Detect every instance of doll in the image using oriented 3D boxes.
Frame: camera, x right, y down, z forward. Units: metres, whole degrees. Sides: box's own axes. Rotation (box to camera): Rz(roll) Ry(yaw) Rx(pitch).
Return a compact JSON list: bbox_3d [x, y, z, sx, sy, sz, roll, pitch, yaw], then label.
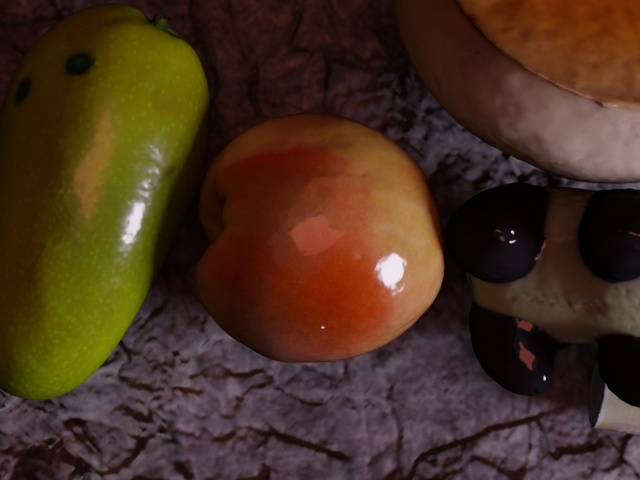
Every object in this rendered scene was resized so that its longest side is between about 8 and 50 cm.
[{"bbox_3d":[0.199,0.024,0.831,0.234,0.135,0.143,5,120,36],"label":"doll"}]

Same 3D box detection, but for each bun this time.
[{"bbox_3d":[0.200,-0.159,0.887,0.299,0.164,0.298,2,61,-4],"label":"bun"}]

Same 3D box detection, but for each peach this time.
[{"bbox_3d":[0.000,0.000,0.856,0.184,0.184,0.184,0,78,0],"label":"peach"}]

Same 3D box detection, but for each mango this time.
[{"bbox_3d":[-0.171,-0.026,0.867,0.143,0.175,0.293,18,89,-30],"label":"mango"}]

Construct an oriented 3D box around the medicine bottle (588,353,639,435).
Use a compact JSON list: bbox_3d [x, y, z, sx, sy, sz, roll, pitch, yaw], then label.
[{"bbox_3d":[0.308,0.122,0.882,0.218,0.074,0.073,9,79,4],"label":"medicine bottle"}]
